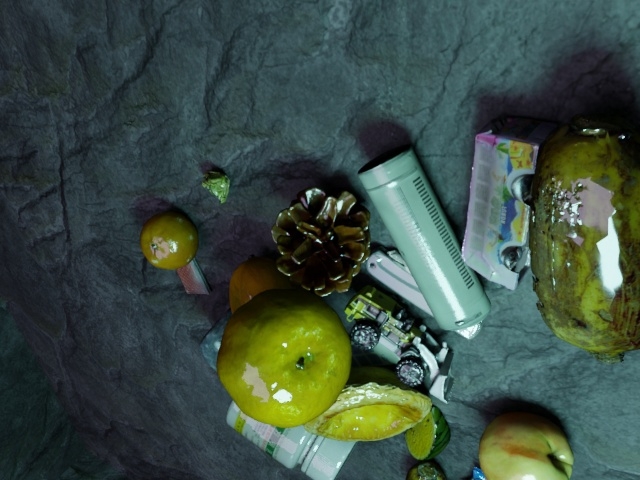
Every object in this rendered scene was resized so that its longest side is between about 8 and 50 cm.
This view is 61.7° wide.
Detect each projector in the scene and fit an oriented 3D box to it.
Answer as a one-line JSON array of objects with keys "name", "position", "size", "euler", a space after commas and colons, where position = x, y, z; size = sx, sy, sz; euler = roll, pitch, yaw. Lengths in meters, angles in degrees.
[{"name": "projector", "position": [0.188, -0.002, 0.957], "size": [0.108, 0.108, 0.337], "euler": [-17, 109, 44]}]

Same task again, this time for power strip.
[{"name": "power strip", "position": [0.115, 0.263, 1.281], "size": [0.192, 0.035, 0.081], "euler": [-19, 109, 45]}]

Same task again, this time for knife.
[{"name": "knife", "position": [0.209, 0.102, 1.079], "size": [0.266, 0.041, 0.073], "euler": [37, 120, 9]}]

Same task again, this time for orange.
[{"name": "orange", "position": [-0.397, 0.002, 1.397], "size": [0.156, 0.124, 0.156], "euler": [3, 100, 17]}, {"name": "orange", "position": [-0.073, 0.234, 1.094], "size": [0.279, 0.279, 0.235], "euler": [55, 157, -11]}]

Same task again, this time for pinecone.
[{"name": "pinecone", "position": [-0.001, 0.001, 1.054], "size": [0.203, 0.201, 0.228], "euler": [21, 109, 5]}]

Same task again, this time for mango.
[{"name": "mango", "position": [-0.093, 0.200, 1.281], "size": [0.359, 0.187, 0.144], "euler": [59, 167, -5]}]

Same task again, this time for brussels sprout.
[{"name": "brussels sprout", "position": [-0.241, -0.131, 1.239], "size": [0.085, 0.058, 0.085], "euler": [38, 171, 7]}]

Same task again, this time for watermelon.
[{"name": "watermelon", "position": [0.260, 0.494, 1.318], "size": [0.092, 0.075, 0.181], "euler": [39, 139, 12]}]

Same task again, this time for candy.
[{"name": "candy", "position": [0.404, 0.599, 1.320], "size": [0.088, 0.038, 0.136], "euler": [18, 140, 9]}]

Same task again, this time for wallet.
[{"name": "wallet", "position": [-0.387, 0.070, 1.531], "size": [0.103, 0.020, 0.196], "euler": [-2, 120, 37]}]

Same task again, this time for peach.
[{"name": "peach", "position": [0.411, 0.439, 1.087], "size": [0.184, 0.184, 0.184], "euler": [21, 132, 24]}]

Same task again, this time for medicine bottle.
[{"name": "medicine bottle", "position": [-0.072, 0.514, 1.493], "size": [0.340, 0.208, 0.208], "euler": [30, 136, 16]}]

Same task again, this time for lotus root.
[{"name": "lotus root", "position": [0.277, 0.657, 1.398], "size": [0.120, 0.120, 0.209], "euler": [10, 126, 33]}, {"name": "lotus root", "position": [0.393, 0.011, 0.750], "size": [0.179, 0.196, 0.397], "euler": [8, 126, 38]}]

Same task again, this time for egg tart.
[{"name": "egg tart", "position": [0.101, 0.374, 1.260], "size": [0.320, 0.128, 0.318], "euler": [-5, 144, -4]}]

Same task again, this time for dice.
[{"name": "dice", "position": [-0.192, 0.262, 1.409], "size": [0.182, 0.181, 0.183], "euler": [43, 136, 2]}]

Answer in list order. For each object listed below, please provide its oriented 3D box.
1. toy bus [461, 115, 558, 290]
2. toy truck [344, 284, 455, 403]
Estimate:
[{"name": "toy bus", "position": [0.299, -0.056, 0.851], "size": [0.112, 0.090, 0.273], "euler": [21, 133, 31]}, {"name": "toy truck", "position": [0.178, 0.208, 1.124], "size": [0.286, 0.136, 0.111], "euler": [36, 116, 8]}]
